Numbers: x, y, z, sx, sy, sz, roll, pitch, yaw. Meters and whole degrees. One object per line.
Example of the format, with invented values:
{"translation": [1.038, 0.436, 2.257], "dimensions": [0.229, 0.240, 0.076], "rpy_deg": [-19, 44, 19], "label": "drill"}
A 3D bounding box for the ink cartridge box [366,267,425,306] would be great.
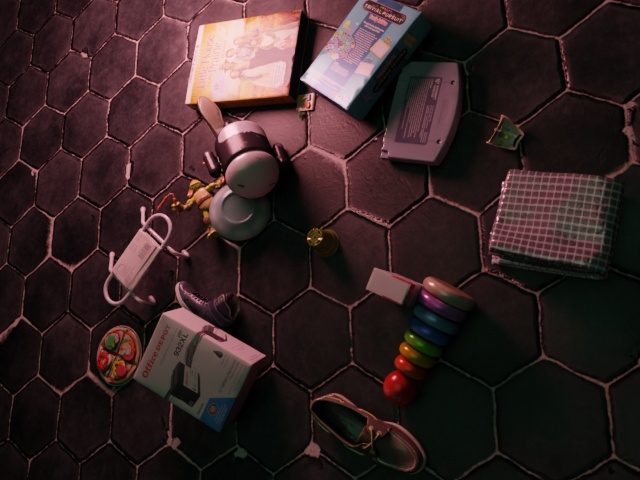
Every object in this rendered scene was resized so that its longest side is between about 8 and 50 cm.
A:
{"translation": [0.202, 0.125, 1.519], "dimensions": [0.109, 0.150, 0.063], "rpy_deg": [23, 93, 30], "label": "ink cartridge box"}

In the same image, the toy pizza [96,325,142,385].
{"translation": [-0.684, 0.387, 1.973], "dimensions": [0.201, 0.032, 0.202], "rpy_deg": [-7, 75, 26], "label": "toy pizza"}

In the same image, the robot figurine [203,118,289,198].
{"translation": [-0.229, -0.252, 1.805], "dimensions": [0.209, 0.173, 0.278], "rpy_deg": [-34, 51, 12], "label": "robot figurine"}

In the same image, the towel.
{"translation": [0.553, -0.044, 1.398], "dimensions": [0.283, 0.121, 0.235], "rpy_deg": [10, 81, 29], "label": "towel"}

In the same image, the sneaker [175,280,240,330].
{"translation": [-0.344, 0.183, 1.811], "dimensions": [0.163, 0.086, 0.226], "rpy_deg": [-44, 70, 21], "label": "sneaker"}

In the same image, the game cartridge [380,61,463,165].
{"translation": [0.293, -0.357, 1.647], "dimensions": [0.195, 0.060, 0.295], "rpy_deg": [11, 83, 32], "label": "game cartridge"}

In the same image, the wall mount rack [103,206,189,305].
{"translation": [-0.609, 0.043, 1.972], "dimensions": [0.304, 0.130, 0.350], "rpy_deg": [40, 97, 25], "label": "wall mount rack"}

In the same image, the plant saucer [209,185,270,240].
{"translation": [-0.254, -0.098, 1.827], "dimensions": [0.194, 0.037, 0.195], "rpy_deg": [-1, 74, 2], "label": "plant saucer"}

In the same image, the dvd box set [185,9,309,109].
{"translation": [-0.253, -0.603, 1.980], "dimensions": [0.420, 0.062, 0.308], "rpy_deg": [4, 79, 27], "label": "dvd box set"}

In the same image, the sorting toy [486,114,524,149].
{"translation": [0.488, -0.272, 1.534], "dimensions": [0.075, 0.045, 0.083], "rpy_deg": [30, 92, 22], "label": "sorting toy"}

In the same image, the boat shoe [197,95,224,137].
{"translation": [-0.359, -0.385, 1.954], "dimensions": [0.065, 0.075, 0.206], "rpy_deg": [-38, 81, 43], "label": "boat shoe"}

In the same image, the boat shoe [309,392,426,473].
{"translation": [0.114, 0.495, 1.501], "dimensions": [0.324, 0.096, 0.117], "rpy_deg": [26, 90, 30], "label": "boat shoe"}

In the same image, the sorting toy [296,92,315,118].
{"translation": [-0.048, -0.427, 1.860], "dimensions": [0.061, 0.012, 0.083], "rpy_deg": [1, 78, 27], "label": "sorting toy"}

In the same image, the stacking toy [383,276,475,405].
{"translation": [0.253, 0.263, 1.478], "dimensions": [0.141, 0.141, 0.331], "rpy_deg": [31, 98, 29], "label": "stacking toy"}

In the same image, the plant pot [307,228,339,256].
{"translation": [0.000, 0.000, 1.692], "dimensions": [0.083, 0.079, 0.084], "rpy_deg": [-6, 76, 26], "label": "plant pot"}

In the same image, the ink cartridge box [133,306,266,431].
{"translation": [-0.350, 0.368, 1.698], "dimensions": [0.307, 0.129, 0.223], "rpy_deg": [27, 96, 13], "label": "ink cartridge box"}

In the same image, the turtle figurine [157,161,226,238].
{"translation": [-0.380, -0.114, 1.908], "dimensions": [0.269, 0.087, 0.217], "rpy_deg": [-34, 74, -1], "label": "turtle figurine"}

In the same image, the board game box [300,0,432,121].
{"translation": [0.128, -0.550, 1.737], "dimensions": [0.336, 0.079, 0.254], "rpy_deg": [-52, 50, 7], "label": "board game box"}
